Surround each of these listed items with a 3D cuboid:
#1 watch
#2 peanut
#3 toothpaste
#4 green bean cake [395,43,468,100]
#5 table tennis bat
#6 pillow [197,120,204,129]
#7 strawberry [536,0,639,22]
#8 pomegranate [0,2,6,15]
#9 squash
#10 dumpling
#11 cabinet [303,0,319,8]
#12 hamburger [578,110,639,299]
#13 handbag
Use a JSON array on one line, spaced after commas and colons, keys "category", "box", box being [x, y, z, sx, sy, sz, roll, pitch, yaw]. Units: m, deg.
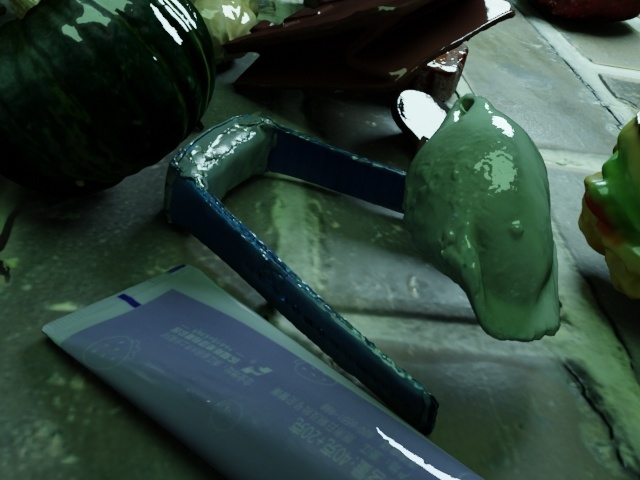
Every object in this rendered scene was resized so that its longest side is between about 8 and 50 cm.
[{"category": "watch", "box": [-0.009, 0.004, 0.560, 0.274, 0.068, 0.276, 23, 37, 6]}, {"category": "peanut", "box": [-0.129, -0.296, 0.895, 0.099, 0.090, 0.214, -1, 37, 2]}, {"category": "toothpaste", "box": [-0.013, 0.111, 0.400, 0.371, 0.080, 0.125, 30, 40, 31]}, {"category": "green bean cake", "box": [0.128, -0.244, 0.929, 0.135, 0.056, 0.135, 16, 37, 11]}, {"category": "table tennis bat", "box": [0.146, -0.152, 0.746, 0.107, 0.119, 0.170, 28, 42, -7]}, {"category": "pillow", "box": [-0.203, -0.154, 0.715, 0.150, 0.048, 0.090, -5, 40, -24]}, {"category": "strawberry", "box": [0.522, -0.549, 1.322, 0.274, 0.220, 0.274, 6, 33, -4]}, {"category": "pomegranate", "box": [-0.428, -0.216, 0.584, 0.260, 0.260, 0.341, 34, 17, 26]}, {"category": "squash", "box": [-0.195, -0.136, 0.570, 0.218, 0.172, 0.218, -11, 53, 15]}, {"category": "dumpling", "box": [0.120, -0.016, 0.512, 0.108, 0.152, 0.219, -3, 48, 22]}, {"category": "cabinet", "box": [0.085, -0.421, 1.037, 0.175, 0.148, 0.215, 3, 23, -13]}, {"category": "hamburger", "box": [0.337, -0.011, 0.603, 0.237, 0.149, 0.237, 14, 38, -12]}, {"category": "handbag", "box": [0.057, -0.254, 0.792, 0.275, 0.084, 0.260, 9, 37, 45]}]
